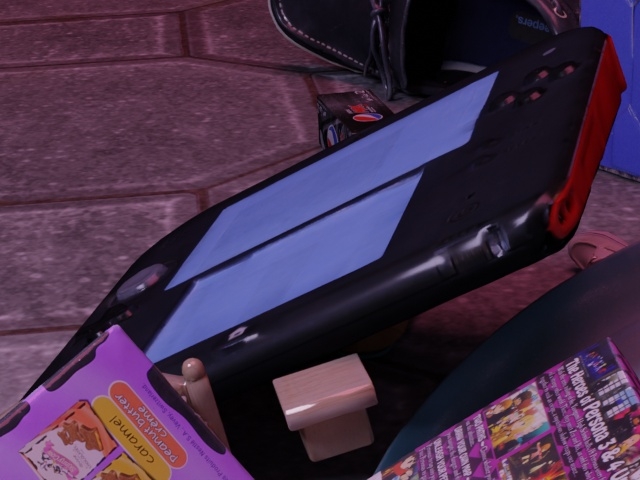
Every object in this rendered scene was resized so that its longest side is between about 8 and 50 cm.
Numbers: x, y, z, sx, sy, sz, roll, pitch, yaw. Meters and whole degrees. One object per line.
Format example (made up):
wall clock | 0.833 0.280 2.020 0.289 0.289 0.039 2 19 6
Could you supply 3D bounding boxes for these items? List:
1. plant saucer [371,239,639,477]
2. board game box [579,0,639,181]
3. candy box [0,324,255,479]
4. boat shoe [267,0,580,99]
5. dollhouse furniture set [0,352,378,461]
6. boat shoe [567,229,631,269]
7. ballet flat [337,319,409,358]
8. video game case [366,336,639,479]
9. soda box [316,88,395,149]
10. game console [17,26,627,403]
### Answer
plant saucer | 0.156 0.093 0.769 0.318 0.043 0.317 -32 18 12
board game box | 0.396 -0.193 1.491 0.291 0.232 0.141 -14 23 -29
candy box | -0.093 0.154 0.539 0.196 0.165 0.070 -41 1 -35
boat shoe | 0.118 -0.252 1.787 0.500 0.186 0.156 19 22 37
dollhouse furniture set | -0.133 0.110 0.644 0.356 0.173 0.303 -18 21 -6
boat shoe | 0.216 0.019 1.194 0.035 0.035 0.100 -12 27 -33
ballet flat | 0.045 0.012 1.172 0.080 0.073 0.232 -2 18 7
video game case | 0.061 0.149 0.660 0.210 0.042 0.232 -34 16 9
soda box | 0.040 -0.101 1.542 0.060 0.053 0.169 -7 18 -10
game console | 0.000 0.000 0.980 0.387 0.060 0.342 -26 10 24
